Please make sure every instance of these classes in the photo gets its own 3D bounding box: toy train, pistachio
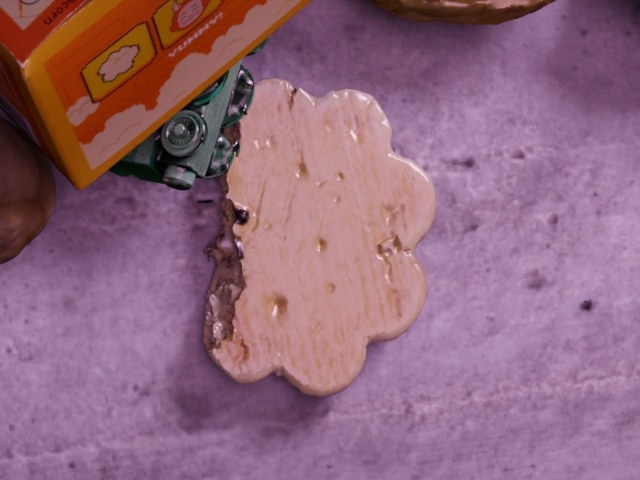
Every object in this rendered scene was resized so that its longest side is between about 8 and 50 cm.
[{"bbox_3d":[-0.106,-0.126,1.300,0.105,0.071,0.178,10,76,26],"label":"toy train"},{"bbox_3d":[-0.315,-0.049,1.226,0.238,0.153,0.137,4,126,-9],"label":"pistachio"}]

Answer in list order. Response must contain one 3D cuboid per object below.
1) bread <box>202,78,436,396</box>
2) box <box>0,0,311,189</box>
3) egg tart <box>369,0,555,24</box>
[{"bbox_3d":[0.000,0.000,1.334,0.182,0.039,0.250,6,84,-12],"label":"bread"},{"bbox_3d":[-0.181,-0.245,1.185,0.259,0.214,0.283,-41,72,-11],"label":"box"},{"bbox_3d":[0.119,-0.310,1.316,0.294,0.123,0.294,-1,80,4],"label":"egg tart"}]
